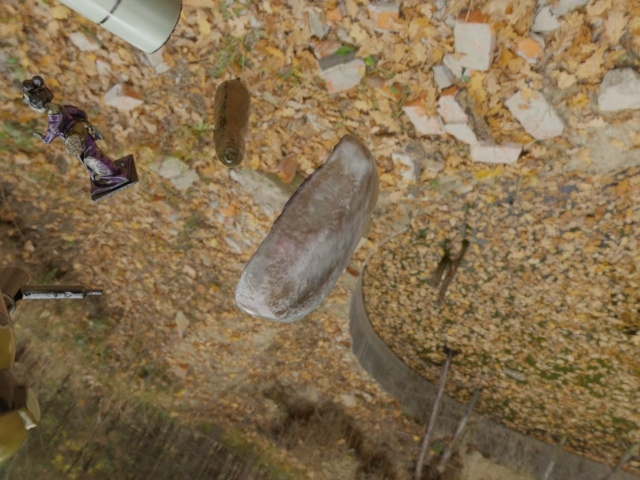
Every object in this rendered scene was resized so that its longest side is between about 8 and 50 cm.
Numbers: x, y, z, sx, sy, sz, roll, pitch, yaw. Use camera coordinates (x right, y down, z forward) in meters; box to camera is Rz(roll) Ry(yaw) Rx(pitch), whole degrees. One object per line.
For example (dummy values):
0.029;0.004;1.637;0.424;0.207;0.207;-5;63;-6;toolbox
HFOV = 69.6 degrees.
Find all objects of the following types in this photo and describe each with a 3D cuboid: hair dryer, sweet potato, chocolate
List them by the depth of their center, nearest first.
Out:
0.000;0.000;0.696;0.100;0.303;0.185;31;173;21;chocolate
-0.348;-0.530;0.810;0.128;0.362;0.203;-18;153;38;hair dryer
-0.165;-0.214;0.850;0.075;0.274;0.075;-3;136;-3;sweet potato
-0.648;0.130;1.082;0.248;0.078;0.195;-1;-161;-20;hair dryer

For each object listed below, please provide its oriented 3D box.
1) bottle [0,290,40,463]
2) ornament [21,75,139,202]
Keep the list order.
-0.484;0.127;0.583;0.171;0.171;0.352;-28;84;53;bottle
-0.374;-0.152;0.690;0.088;0.081;0.203;60;-178;37;ornament
